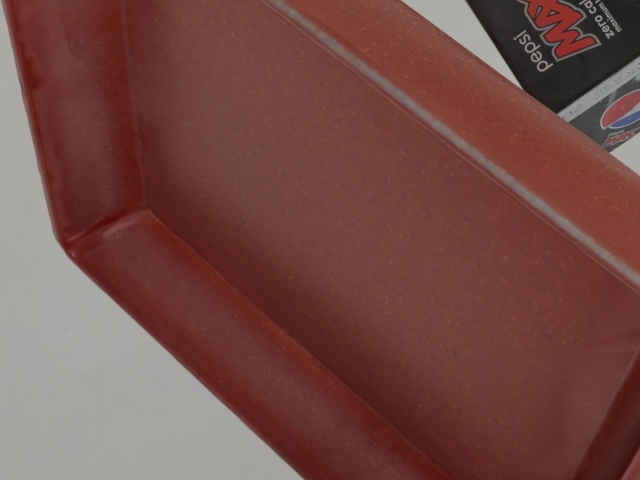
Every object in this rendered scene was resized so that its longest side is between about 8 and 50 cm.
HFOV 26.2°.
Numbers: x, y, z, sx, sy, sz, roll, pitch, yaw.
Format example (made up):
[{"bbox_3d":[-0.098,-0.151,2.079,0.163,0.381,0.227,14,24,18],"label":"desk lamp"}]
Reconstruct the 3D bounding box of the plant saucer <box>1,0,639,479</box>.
[{"bbox_3d":[0.000,0.000,0.444,0.048,0.259,0.258,-40,157,-24],"label":"plant saucer"}]

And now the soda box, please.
[{"bbox_3d":[0.081,-0.115,0.546,0.060,0.169,0.053,-36,151,15],"label":"soda box"}]
